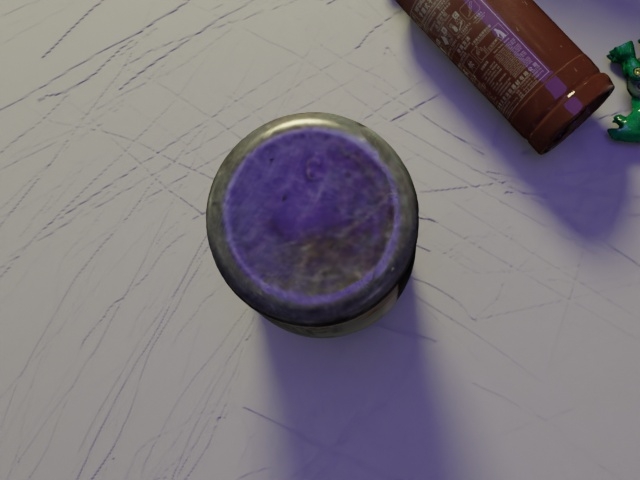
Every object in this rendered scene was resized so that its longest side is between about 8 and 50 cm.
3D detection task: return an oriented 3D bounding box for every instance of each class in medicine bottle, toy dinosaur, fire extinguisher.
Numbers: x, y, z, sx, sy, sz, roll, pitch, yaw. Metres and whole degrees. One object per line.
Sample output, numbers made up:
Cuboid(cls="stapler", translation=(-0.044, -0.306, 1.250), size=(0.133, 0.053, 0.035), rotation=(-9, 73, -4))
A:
Cuboid(cls="medicine bottle", translation=(0.000, 0.000, 1.064), size=(0.165, 0.273, 0.165), rotation=(0, 81, 3))
Cuboid(cls="toy dinosaur", translation=(0.321, -0.149, 1.178), size=(0.132, 0.059, 0.096), rotation=(-23, 89, 9))
Cuboid(cls="fire extinguisher", translation=(0.151, -0.211, 1.171), size=(0.105, 0.105, 0.269), rotation=(-41, 80, -2))
